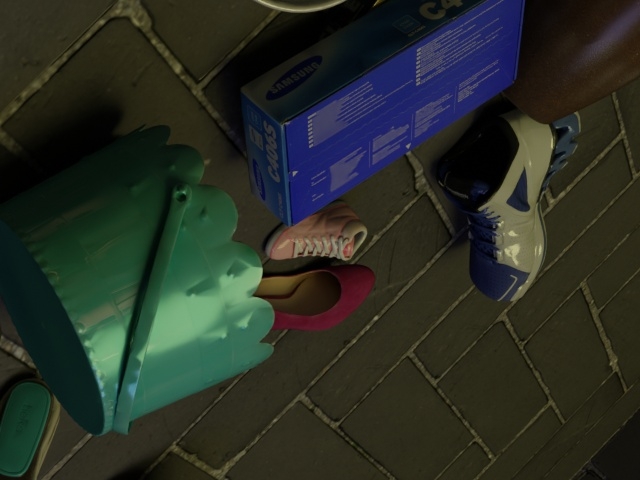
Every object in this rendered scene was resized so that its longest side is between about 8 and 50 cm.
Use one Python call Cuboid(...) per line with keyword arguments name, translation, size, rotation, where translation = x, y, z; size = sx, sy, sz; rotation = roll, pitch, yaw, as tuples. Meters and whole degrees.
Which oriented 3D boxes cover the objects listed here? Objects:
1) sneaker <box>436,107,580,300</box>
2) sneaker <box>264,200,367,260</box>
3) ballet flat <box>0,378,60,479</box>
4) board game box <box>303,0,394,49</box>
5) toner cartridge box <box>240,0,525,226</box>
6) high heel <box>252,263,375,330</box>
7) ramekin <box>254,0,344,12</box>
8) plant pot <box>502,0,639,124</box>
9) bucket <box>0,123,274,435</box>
Cuboid(name="sneaker", translation=(0.233, -0.059, 1.800), size=(0.182, 0.127, 0.315), rotation=(-16, 130, -36))
Cuboid(name="sneaker", translation=(0.000, 0.000, 1.611), size=(0.134, 0.070, 0.051), rotation=(-26, 145, -30))
Cuboid(name="ballet flat", translation=(-0.348, 0.272, 1.409), size=(0.086, 0.086, 0.248), rotation=(70, 37, -56))
Cuboid(name="board game box", translation=(0.105, -0.273, 1.457), size=(0.243, 0.042, 0.165), rotation=(-50, 149, 5))
Cuboid(name="toner cartridge box", translation=(0.074, -0.172, 1.418), size=(0.348, 0.075, 0.165), rotation=(-33, 146, -23))
Cuboid(name="high heel", translation=(-0.028, 0.062, 1.638), size=(0.244, 0.082, 0.117), rotation=(-16, 149, -22))
Cuboid(name="ramekin", translation=(-0.031, -0.314, 1.131), size=(0.207, 0.109, 0.207), rotation=(-14, 121, -26))
Cuboid(name="plant pot", translation=(0.329, -0.262, 1.618), size=(0.230, 0.215, 0.215), rotation=(-46, 152, 25))
Cuboid(name="bucket", translation=(-0.190, 0.044, 1.249), size=(0.183, 0.281, 0.281), rotation=(-28, 144, -24))
